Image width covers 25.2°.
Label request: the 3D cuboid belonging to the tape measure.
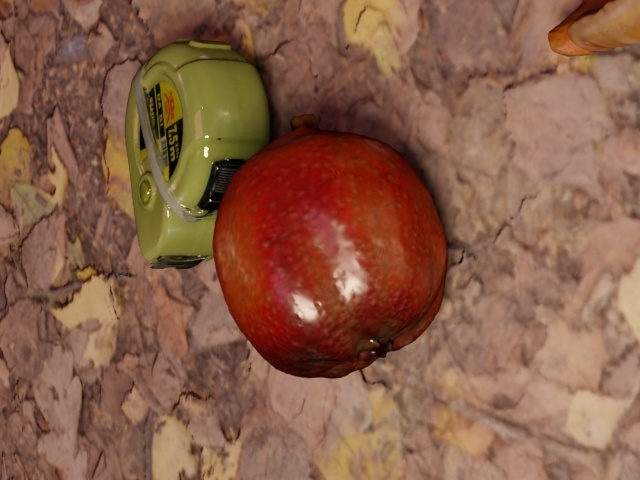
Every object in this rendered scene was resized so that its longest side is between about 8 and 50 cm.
[{"bbox_3d":[-0.099,-0.084,1.151,0.154,0.088,0.177,-34,64,54],"label":"tape measure"}]

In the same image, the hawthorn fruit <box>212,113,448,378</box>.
[{"bbox_3d":[0.000,0.000,0.997,0.169,0.169,0.188,-41,62,39],"label":"hawthorn fruit"}]

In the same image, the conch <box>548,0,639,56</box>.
[{"bbox_3d":[0.227,-0.184,0.807,0.255,0.127,0.158,144,129,-70],"label":"conch"}]
